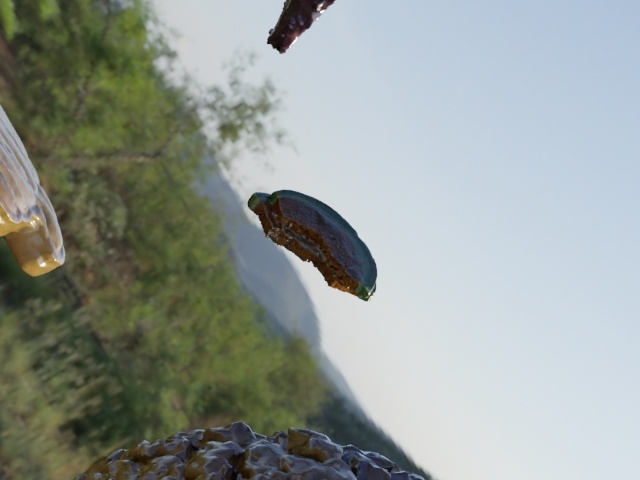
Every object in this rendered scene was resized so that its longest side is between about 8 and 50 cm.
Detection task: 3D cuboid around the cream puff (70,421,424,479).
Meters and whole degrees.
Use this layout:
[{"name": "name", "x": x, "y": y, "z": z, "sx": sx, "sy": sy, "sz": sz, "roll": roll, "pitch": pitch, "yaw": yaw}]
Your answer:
[{"name": "cream puff", "x": -0.022, "y": 0.243, "z": 0.720, "sx": 0.343, "sy": 0.231, "sz": 0.327, "roll": 30, "pitch": -34, "yaw": -29}]

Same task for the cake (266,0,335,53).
[{"name": "cake", "x": 0.029, "y": -0.304, "z": 1.089, "sx": 0.113, "sy": 0.295, "sz": 0.116, "roll": 34, "pitch": 20, "yaw": -10}]

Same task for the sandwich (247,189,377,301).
[{"name": "sandwich", "x": -0.001, "y": -0.002, "z": 0.982, "sx": 0.135, "sy": 0.029, "sz": 0.067, "roll": 40, "pitch": 32, "yaw": 13}]

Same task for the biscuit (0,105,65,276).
[{"name": "biscuit", "x": -0.368, "y": -0.113, "z": 1.263, "sx": 0.351, "sy": 0.057, "sz": 0.312, "roll": 58, "pitch": -4, "yaw": 37}]
